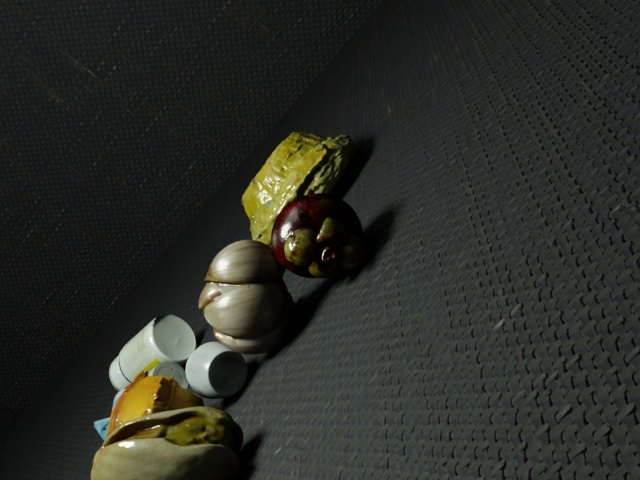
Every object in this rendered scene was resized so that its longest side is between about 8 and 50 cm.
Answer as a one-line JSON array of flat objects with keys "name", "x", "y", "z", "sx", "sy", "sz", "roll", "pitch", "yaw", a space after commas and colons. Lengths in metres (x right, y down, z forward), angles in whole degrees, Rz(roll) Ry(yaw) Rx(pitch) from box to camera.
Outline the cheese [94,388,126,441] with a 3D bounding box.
[{"name": "cheese", "x": -0.466, "y": 0.439, "z": 2.236, "sx": 0.052, "sy": 0.135, "sz": 0.245, "roll": -26, "pitch": -15, "yaw": -51}]

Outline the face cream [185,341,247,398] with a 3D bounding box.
[{"name": "face cream", "x": -0.211, "y": 0.266, "z": 1.885, "sx": 0.104, "sy": 0.117, "sz": 0.117, "roll": -6, "pitch": 48, "yaw": 57}]

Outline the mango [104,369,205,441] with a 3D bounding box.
[{"name": "mango", "x": -0.334, "y": 0.422, "z": 1.801, "sx": 0.199, "sy": 0.201, "sz": 0.350, "roll": 83, "pitch": -164, "yaw": -51}]

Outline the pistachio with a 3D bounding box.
[{"name": "pistachio", "x": -0.269, "y": 0.391, "z": 1.612, "sx": 0.288, "sy": 0.197, "sz": 0.166, "roll": -11, "pitch": 39, "yaw": 17}]

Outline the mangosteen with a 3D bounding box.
[{"name": "mangosteen", "x": 0.000, "y": 0.000, "z": 1.775, "sx": 0.200, "sy": 0.200, "sz": 0.200, "roll": -47, "pitch": 16, "yaw": 17}]

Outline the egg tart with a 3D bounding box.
[{"name": "egg tart", "x": -0.072, "y": -0.142, "z": 2.303, "sx": 0.388, "sy": 0.169, "sz": 0.388, "roll": -50, "pitch": 5, "yaw": 6}]

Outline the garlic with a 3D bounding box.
[{"name": "garlic", "x": -0.142, "y": 0.121, "z": 1.828, "sx": 0.191, "sy": 0.214, "sz": 0.160, "roll": -19, "pitch": 51, "yaw": -10}]

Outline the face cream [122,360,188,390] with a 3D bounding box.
[{"name": "face cream", "x": -0.415, "y": 0.373, "z": 2.279, "sx": 0.214, "sy": 0.096, "sz": 0.096, "roll": -35, "pitch": 22, "yaw": 49}]

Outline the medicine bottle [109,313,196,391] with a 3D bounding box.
[{"name": "medicine bottle", "x": -0.448, "y": 0.308, "z": 2.439, "sx": 0.258, "sy": 0.143, "sz": 0.143, "roll": -37, "pitch": 21, "yaw": 41}]
